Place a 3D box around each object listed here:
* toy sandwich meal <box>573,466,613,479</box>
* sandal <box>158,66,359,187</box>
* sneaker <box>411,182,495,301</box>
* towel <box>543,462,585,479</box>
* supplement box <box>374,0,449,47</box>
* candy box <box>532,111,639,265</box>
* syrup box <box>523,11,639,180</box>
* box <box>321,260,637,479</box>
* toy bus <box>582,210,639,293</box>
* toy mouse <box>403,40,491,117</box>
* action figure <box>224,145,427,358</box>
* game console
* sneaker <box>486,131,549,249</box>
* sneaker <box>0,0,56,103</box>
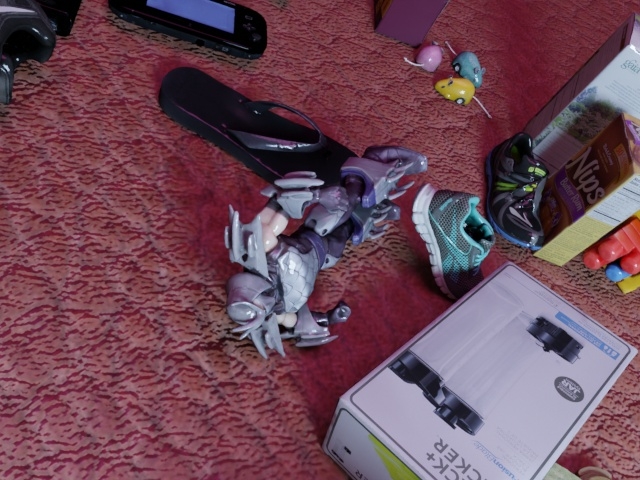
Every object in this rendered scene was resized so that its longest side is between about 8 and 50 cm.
[{"bbox_3d":[0.288,0.281,0.663,0.086,0.029,0.085,11,57,-18],"label":"toy sandwich meal"},{"bbox_3d":[-0.067,-0.129,0.741,0.255,0.054,0.097,25,51,-10],"label":"sandal"},{"bbox_3d":[0.163,0.010,0.713,0.065,0.076,0.166,-53,128,-31],"label":"sneaker"},{"bbox_3d":[0.200,0.256,0.621,0.148,0.027,0.110,28,51,8],"label":"towel"},{"bbox_3d":[0.141,-0.415,1.006,0.081,0.104,0.188,14,53,-17],"label":"supplement box"},{"bbox_3d":[0.348,-0.061,0.818,0.053,0.186,0.109,21,51,-14],"label":"candy box"},{"bbox_3d":[0.389,-0.187,0.890,0.093,0.237,0.096,32,50,-3],"label":"syrup box"},{"bbox_3d":[0.162,0.154,0.618,0.290,0.087,0.169,-29,57,-37],"label":"box"},{"bbox_3d":[0.453,-0.023,0.833,0.212,0.220,0.149,-26,78,-30],"label":"toy bus"},{"bbox_3d":[0.206,-0.278,0.994,0.161,0.031,0.143,20,52,-13],"label":"toy mouse"},{"bbox_3d":[0.000,0.000,0.622,0.099,0.185,0.285,23,41,22],"label":"action figure"},{"bbox_3d":[-0.239,-0.320,0.792,0.362,0.044,0.213,13,54,-19],"label":"game console"},{"bbox_3d":[0.268,-0.071,0.856,0.067,0.078,0.188,16,54,-17],"label":"sneaker"},{"bbox_3d":[-0.368,-0.167,0.588,0.135,0.098,0.276,48,57,-3],"label":"sneaker"}]
